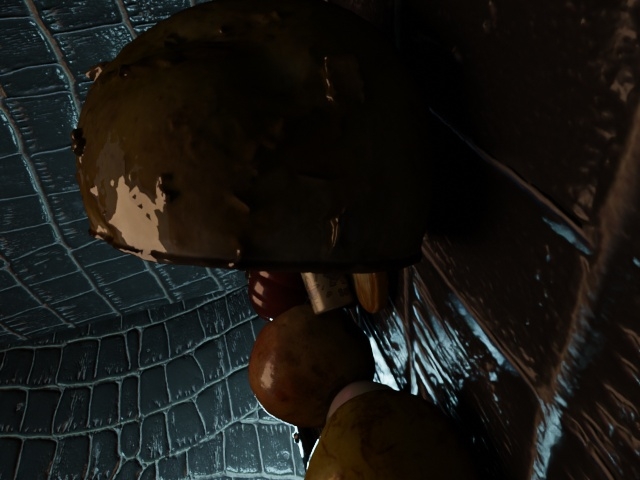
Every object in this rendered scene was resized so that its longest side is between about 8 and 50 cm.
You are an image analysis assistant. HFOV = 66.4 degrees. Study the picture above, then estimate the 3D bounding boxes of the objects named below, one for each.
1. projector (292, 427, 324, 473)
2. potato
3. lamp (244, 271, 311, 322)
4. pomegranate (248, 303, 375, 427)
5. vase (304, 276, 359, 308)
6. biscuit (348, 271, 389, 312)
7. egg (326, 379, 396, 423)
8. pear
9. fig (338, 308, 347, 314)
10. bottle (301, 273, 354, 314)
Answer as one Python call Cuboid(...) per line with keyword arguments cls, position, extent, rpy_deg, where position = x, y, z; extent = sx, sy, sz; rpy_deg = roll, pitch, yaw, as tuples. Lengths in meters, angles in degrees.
Cuboid(cls="projector", position=(0.098, 0.644, 1.208), extent=(0.405, 0.242, 0.395), rpy_deg=(-157, 55, -77))
Cuboid(cls="potato", position=(-0.081, -0.144, 0.615), extent=(0.385, 0.442, 0.320), rpy_deg=(-83, -6, -83))
Cuboid(cls="lamp", position=(-0.097, 0.116, 1.521), extent=(0.303, 0.257, 0.303), rpy_deg=(22, -90, -80))
Cuboid(cls="pomegranate", position=(-0.018, 0.306, 1.205), extent=(0.322, 0.322, 0.322), rpy_deg=(166, 90, -80))
Cuboid(cls="vase", position=(0.037, 0.124, 1.283), extent=(0.237, 0.115, 0.116), rpy_deg=(178, 79, -76))
Cuboid(cls="biscuit", position=(0.093, 0.044, 0.989), extent=(0.309, 0.040, 0.205), rpy_deg=(102, 155, -73))
Cuboid(cls="egg", position=(0.098, 0.380, 1.006), extent=(0.217, 0.183, 0.183), rpy_deg=(-147, 44, -65))
Cuboid(cls="pear", position=(0.108, 0.369, 0.718), extent=(0.281, 0.280, 0.281), rpy_deg=(166, 90, -80))
Cuboid(cls="fig", position=(0.048, 0.229, 1.437), extent=(0.074, 0.074, 0.088), rpy_deg=(86, -167, -46))
Cuboid(cls="bottle", position=(0.006, 0.056, 1.119), extent=(0.097, 0.110, 0.209), rpy_deg=(18, -128, -75))
